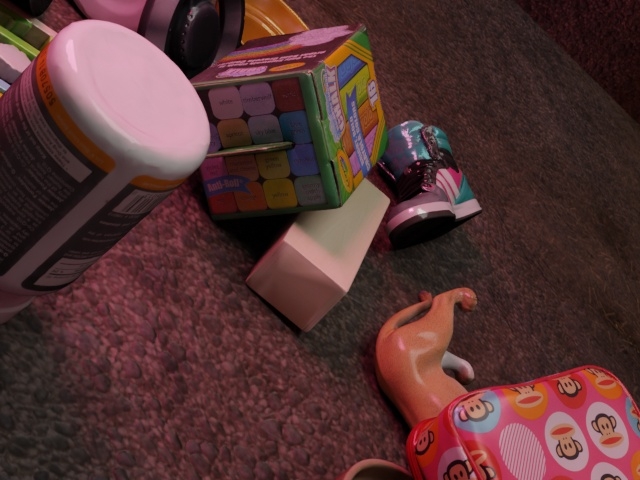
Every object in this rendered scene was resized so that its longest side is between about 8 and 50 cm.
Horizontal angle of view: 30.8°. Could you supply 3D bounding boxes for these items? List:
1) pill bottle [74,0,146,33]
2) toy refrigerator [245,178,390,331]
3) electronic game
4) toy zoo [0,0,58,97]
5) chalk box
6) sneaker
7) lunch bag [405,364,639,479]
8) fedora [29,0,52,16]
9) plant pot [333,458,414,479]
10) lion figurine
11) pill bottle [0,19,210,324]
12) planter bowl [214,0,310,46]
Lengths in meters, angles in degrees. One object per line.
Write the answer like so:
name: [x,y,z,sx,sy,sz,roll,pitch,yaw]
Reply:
pill bottle: [-0.222,-0.397,1.569,0.160,0.160,0.283,44,29,-14]
toy refrigerator: [0.000,0.000,1.506,0.102,0.094,0.269,40,29,-7]
electronic game: [-0.163,-0.262,1.466,0.048,0.229,0.229,20,21,20]
toy zoo: [-0.378,-0.182,1.233,0.192,0.030,0.293,34,33,-29]
chalk box: [-0.049,-0.138,1.437,0.289,0.180,0.179,-52,133,-58]
sneaker: [0.146,-0.095,1.782,0.178,0.124,0.295,61,22,7]
lunch bag: [0.253,0.276,1.231,0.293,0.120,0.258,-3,60,-39]
fedora: [-0.372,-0.423,1.343,0.153,0.334,0.334,6,44,-13]
plant pot: [0.063,0.348,1.164,0.237,0.110,0.237,40,27,-26]
lion figurine: [0.159,0.216,1.464,0.240,0.142,0.392,-7,46,-38]
pill bottle: [-0.240,-0.050,1.019,0.162,0.278,0.162,36,32,-27]
planter bowl: [-0.092,-0.271,1.685,0.217,0.090,0.217,36,32,-27]
